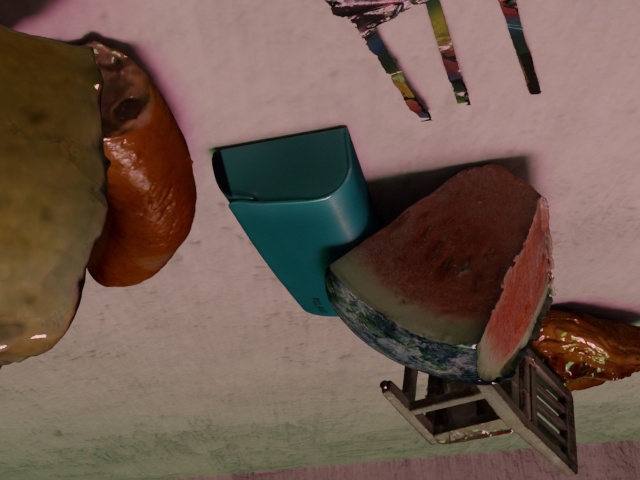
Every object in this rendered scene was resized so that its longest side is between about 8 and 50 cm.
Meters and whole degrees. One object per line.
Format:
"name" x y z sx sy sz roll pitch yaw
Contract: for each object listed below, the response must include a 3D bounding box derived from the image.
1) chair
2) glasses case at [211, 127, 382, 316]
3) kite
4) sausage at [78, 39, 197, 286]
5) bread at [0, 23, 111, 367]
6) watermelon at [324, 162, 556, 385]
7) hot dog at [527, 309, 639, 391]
"chair" 0.209 0.200 1.111 0.147 0.136 0.270 -21 128 30
"glasses case" -0.002 0.001 0.806 0.117 0.070 0.301 -9 158 10
"kite" 0.073 -0.148 0.534 0.152 0.015 0.285 -13 156 19
"sausage" -0.149 -0.040 0.666 0.103 0.076 0.302 5 155 -4
"bread" -0.341 -0.018 0.471 0.395 0.239 0.264 -23 151 31
"watermelon" 0.158 0.042 0.807 0.318 0.148 0.226 -3 128 -48
"hot dog" 0.377 0.156 1.214 0.227 0.099 0.160 6 155 -30
